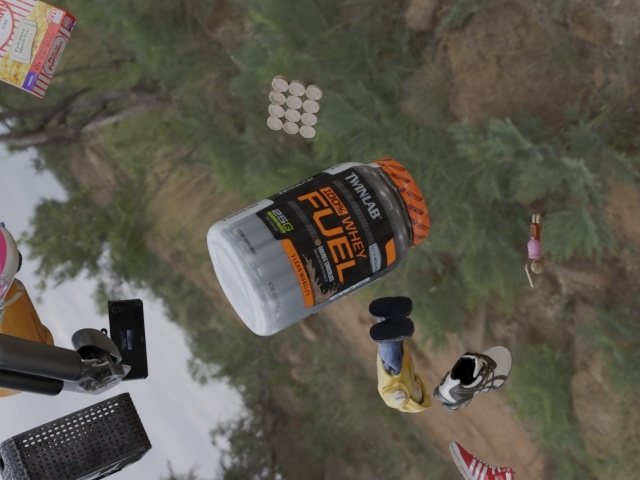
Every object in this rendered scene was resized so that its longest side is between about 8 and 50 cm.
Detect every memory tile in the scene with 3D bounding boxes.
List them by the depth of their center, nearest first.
[{"bbox_3d":[-0.057,-0.289,1.947,0.113,0.012,0.148,13,139,0],"label":"memory tile"}]

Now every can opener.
[{"bbox_3d":[-0.365,0.156,1.205,0.283,0.076,0.095,32,-153,-59],"label":"can opener"}]

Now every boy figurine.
[{"bbox_3d":[0.148,0.237,1.662,0.177,0.092,0.285,-89,-14,-47],"label":"boy figurine"}]

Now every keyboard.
[{"bbox_3d":[-0.444,0.223,1.997,0.023,0.108,0.180,158,107,-69],"label":"keyboard"}]

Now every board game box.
[{"bbox_3d":[-0.525,-0.342,1.498,0.193,0.147,0.045,22,178,9],"label":"board game box"}]

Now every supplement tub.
[{"bbox_3d":[0.000,0.000,1.500,0.207,0.338,0.207,51,158,30],"label":"supplement tub"}]

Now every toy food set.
[{"bbox_3d":[0.339,0.007,1.397,0.019,0.122,0.078,-2,145,25],"label":"toy food set"}]

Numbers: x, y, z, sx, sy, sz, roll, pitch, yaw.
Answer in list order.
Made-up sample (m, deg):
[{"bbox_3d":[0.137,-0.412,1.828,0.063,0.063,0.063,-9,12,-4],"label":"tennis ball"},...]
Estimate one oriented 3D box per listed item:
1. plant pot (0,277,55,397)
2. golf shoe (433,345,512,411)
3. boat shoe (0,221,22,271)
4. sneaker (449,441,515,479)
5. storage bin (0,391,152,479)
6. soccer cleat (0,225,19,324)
[{"bbox_3d":[-0.654,0.182,1.825,0.205,0.205,0.188,42,140,49],"label":"plant pot"},{"bbox_3d":[0.300,0.244,1.685,0.077,0.198,0.094,39,141,27],"label":"golf shoe"},{"bbox_3d":[-0.684,-0.013,1.797,0.258,0.109,0.089,33,-169,19],"label":"boat shoe"},{"bbox_3d":[0.249,0.344,1.357,0.118,0.067,0.042,56,173,25],"label":"sneaker"},{"bbox_3d":[-0.331,0.285,1.202,0.084,0.180,0.122,64,149,14],"label":"storage bin"},{"bbox_3d":[-0.494,0.078,1.264,0.143,0.331,0.116,9,-126,-50],"label":"soccer cleat"}]
